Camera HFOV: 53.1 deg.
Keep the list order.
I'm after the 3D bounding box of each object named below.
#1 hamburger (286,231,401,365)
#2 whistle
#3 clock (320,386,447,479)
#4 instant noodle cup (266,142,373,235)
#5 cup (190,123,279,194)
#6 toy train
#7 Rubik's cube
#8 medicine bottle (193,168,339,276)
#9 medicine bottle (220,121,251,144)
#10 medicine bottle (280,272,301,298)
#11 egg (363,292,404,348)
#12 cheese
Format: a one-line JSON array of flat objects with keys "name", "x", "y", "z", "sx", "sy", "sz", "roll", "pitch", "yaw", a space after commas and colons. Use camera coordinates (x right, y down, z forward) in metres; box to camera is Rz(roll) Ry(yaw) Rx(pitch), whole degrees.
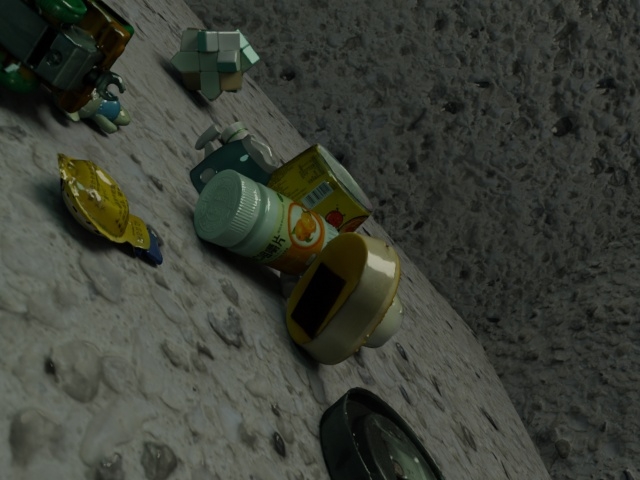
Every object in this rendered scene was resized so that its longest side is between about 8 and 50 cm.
[{"name": "hamburger", "x": 0.056, "y": 0.124, "z": 1.364, "sx": 0.151, "sy": 0.295, "sz": 0.227, "roll": 31, "pitch": 18, "yaw": -31}, {"name": "whistle", "x": -0.430, "y": -0.263, "z": 1.232, "sx": 0.235, "sy": 0.077, "sz": 0.114, "roll": 7, "pitch": 60, "yaw": -76}, {"name": "clock", "x": 0.143, "y": 0.459, "z": 1.217, "sx": 0.386, "sy": 0.076, "sz": 0.386, "roll": 48, "pitch": 12, "yaw": -14}, {"name": "instant noodle cup", "x": -0.027, "y": -0.097, "z": 1.770, "sx": 0.325, "sy": 0.254, "sz": 0.325, "roll": 47, "pitch": 13, "yaw": -15}, {"name": "cup", "x": -0.197, "y": -0.165, "z": 1.545, "sx": 0.300, "sy": 0.173, "sz": 0.167, "roll": 57, "pitch": 15, "yaw": 20}, {"name": "toy train", "x": -0.480, "y": -0.387, "z": 1.046, "sx": 0.429, "sy": 0.178, "sz": 0.249, "roll": 40, "pitch": 20, "yaw": -9}, {"name": "Rubik's cube", "x": -0.326, "y": -0.555, "z": 2.012, "sx": 0.265, "sy": 0.225, "sz": 0.213, "roll": 7, "pitch": 17, "yaw": -2}, {"name": "medicine bottle", "x": -0.105, "y": -0.023, "z": 1.403, "sx": 0.318, "sy": 0.158, "sz": 0.158, "roll": 25, "pitch": 28, "yaw": -44}, {"name": "medicine bottle", "x": -0.219, "y": -0.266, "z": 1.951, "sx": 0.183, "sy": 0.086, "sz": 0.086, "roll": 53, "pitch": 13, "yaw": 10}, {"name": "medicine bottle", "x": -0.071, "y": 0.098, "z": 1.525, "sx": 0.052, "sy": 0.052, "sz": 0.089, "roll": 47, "pitch": 14, "yaw": -20}, {"name": "egg", "x": 0.108, "y": 0.167, "z": 1.678, "sx": 0.217, "sy": 0.183, "sz": 0.183, "roll": 39, "pitch": 14, "yaw": -7}, {"name": "cheese", "x": -0.325, "y": -0.041, "z": 1.001, "sx": 0.250, "sy": 0.064, "sz": 0.157, "roll": 52, "pitch": 9, "yaw": -49}]
